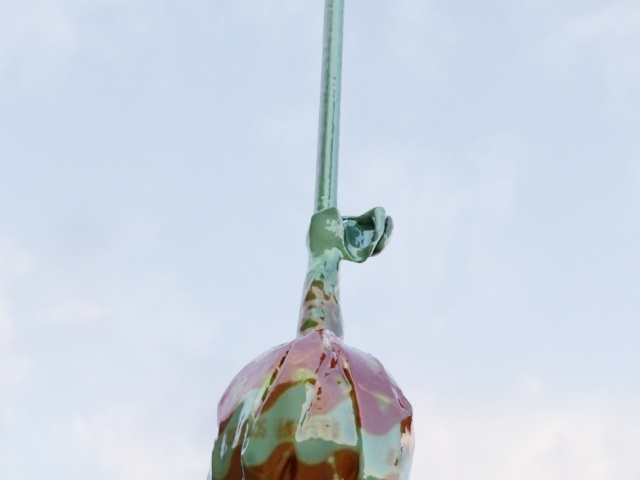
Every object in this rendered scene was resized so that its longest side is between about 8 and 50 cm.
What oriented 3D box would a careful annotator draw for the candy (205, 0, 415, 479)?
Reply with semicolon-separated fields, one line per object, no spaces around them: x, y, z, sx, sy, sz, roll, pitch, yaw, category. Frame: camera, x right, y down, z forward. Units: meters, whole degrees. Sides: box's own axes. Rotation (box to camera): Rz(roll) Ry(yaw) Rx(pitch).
0.000;0.001;0.556;0.078;0.287;0.084;20;-38;-25;candy
